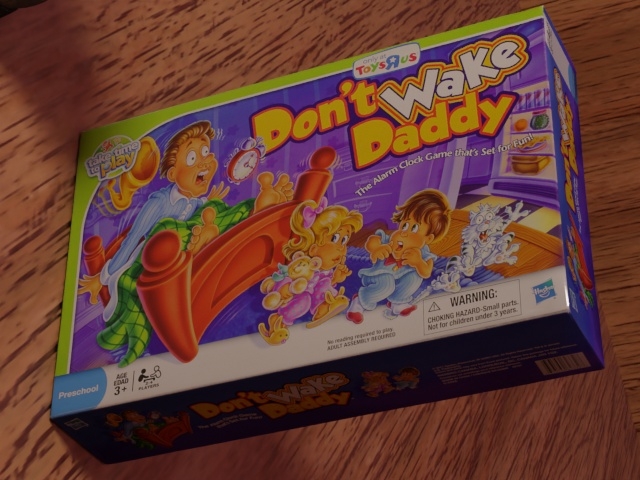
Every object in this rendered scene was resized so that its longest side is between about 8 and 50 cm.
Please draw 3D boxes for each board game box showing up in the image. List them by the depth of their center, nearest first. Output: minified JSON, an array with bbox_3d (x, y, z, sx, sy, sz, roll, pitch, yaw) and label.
[{"bbox_3d":[0.000,0.000,1.125,0.078,0.347,0.233,52,31,-50],"label":"board game box"}]

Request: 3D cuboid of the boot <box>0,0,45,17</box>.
[{"bbox_3d":[-0.154,-0.256,1.135,0.083,0.161,0.246,51,33,-53],"label":"boot"}]
